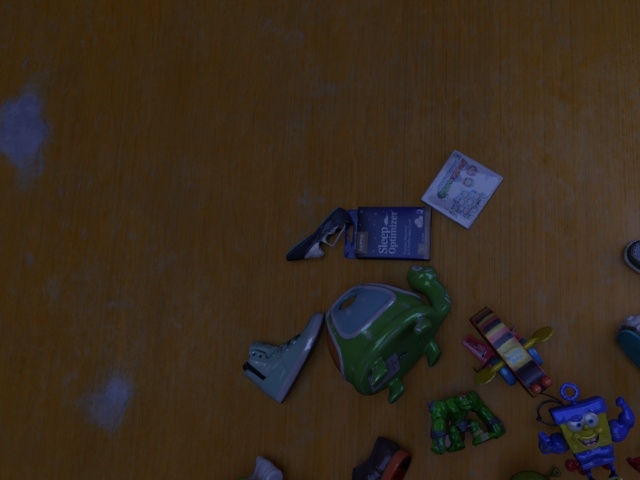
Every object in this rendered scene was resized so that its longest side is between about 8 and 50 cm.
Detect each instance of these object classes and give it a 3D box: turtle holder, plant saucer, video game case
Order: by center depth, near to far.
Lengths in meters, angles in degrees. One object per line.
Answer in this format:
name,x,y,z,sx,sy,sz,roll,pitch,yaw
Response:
turtle holder,0.153,0.193,1.374,0.227,0.243,0.320,40,102,35
plant saucer,0.303,0.459,1.401,0.084,0.013,0.083,-2,80,15
video game case,0.356,-0.129,1.488,0.143,0.019,0.157,35,90,18

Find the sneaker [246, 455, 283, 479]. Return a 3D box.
sneaker,-0.165,0.643,1.474,0.094,0.080,0.212,29,98,44

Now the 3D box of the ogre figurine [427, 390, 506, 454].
ogre figurine,0.321,0.412,1.345,0.197,0.096,0.118,-16,61,-10

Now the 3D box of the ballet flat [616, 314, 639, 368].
ballet flat,0.801,0.318,1.234,0.147,0.147,0.408,-33,74,8

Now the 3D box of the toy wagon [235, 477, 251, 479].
toy wagon,-0.114,0.712,1.400,0.345,0.068,0.267,14,98,-10

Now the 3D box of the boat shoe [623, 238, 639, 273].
boat shoe,0.835,0.053,1.286,0.305,0.091,0.109,15,84,17

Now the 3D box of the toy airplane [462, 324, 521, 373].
toy airplane,0.416,0.257,1.397,0.151,0.028,0.151,-1,84,9

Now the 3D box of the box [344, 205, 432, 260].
box,0.169,-0.018,1.512,0.225,0.036,0.136,0,80,17

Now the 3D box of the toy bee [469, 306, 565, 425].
toy bee,0.454,0.271,1.295,0.298,0.162,0.195,32,89,10

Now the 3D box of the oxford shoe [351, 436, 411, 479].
oxford shoe,0.109,0.599,1.400,0.098,0.097,0.271,29,82,36

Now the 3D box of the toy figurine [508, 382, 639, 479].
toy figurine,0.526,0.408,1.241,0.363,0.191,0.217,-20,85,13

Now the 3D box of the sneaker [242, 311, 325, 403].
sneaker,-0.099,0.269,1.498,0.151,0.094,0.255,30,92,12

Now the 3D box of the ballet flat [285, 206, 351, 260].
ballet flat,0.000,0.000,1.538,0.203,0.074,0.074,-43,73,2
